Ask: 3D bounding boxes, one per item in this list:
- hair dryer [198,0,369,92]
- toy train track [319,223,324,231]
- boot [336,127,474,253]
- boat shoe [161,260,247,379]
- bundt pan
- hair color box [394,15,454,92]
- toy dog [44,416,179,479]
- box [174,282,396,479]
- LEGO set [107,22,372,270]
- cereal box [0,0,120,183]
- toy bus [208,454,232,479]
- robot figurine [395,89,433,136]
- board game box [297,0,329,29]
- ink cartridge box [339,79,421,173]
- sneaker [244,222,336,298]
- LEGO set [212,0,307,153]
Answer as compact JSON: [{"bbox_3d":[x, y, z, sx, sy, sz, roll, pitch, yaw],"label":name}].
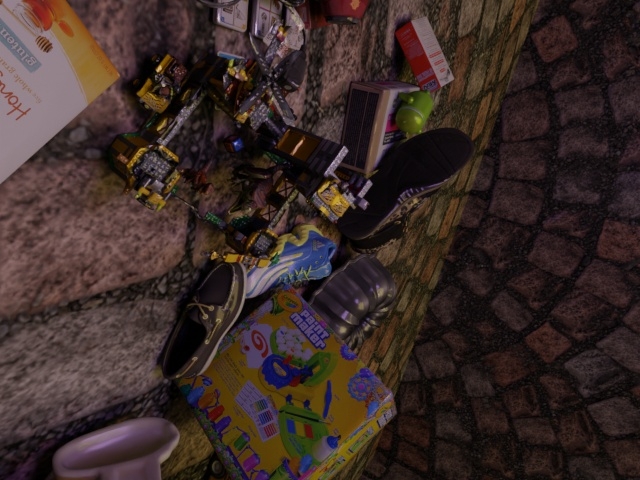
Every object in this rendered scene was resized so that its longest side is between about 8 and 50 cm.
[{"bbox_3d":[-0.016,-0.371,0.540,0.293,0.080,0.224,-58,138,-6],"label":"hair dryer"},{"bbox_3d":[0.000,0.000,1.028,0.048,0.014,0.083,-26,132,-53],"label":"toy train track"},{"bbox_3d":[0.207,-0.107,1.061,0.377,0.138,0.284,-40,164,-4],"label":"boot"},{"bbox_3d":[-0.197,0.134,0.695,0.227,0.081,0.069,-66,158,4],"label":"boat shoe"},{"bbox_3d":[0.092,0.199,1.144,0.331,0.124,0.330,-34,148,-26],"label":"bundt pan"},{"bbox_3d":[0.257,-0.451,1.004,0.093,0.053,0.167,-40,104,-42],"label":"hair color box"},{"bbox_3d":[-0.329,0.513,0.507,0.396,0.285,0.407,-3,108,-38],"label":"toy dog"},{"bbox_3d":[-0.060,0.292,0.767,0.279,0.290,0.177,-39,147,-13],"label":"box"},{"bbox_3d":[-0.079,-0.080,0.540,0.255,0.192,0.331,-49,140,-11],"label":"LEGO set"},{"bbox_3d":[-0.305,-0.130,0.323,0.240,0.047,0.173,-56,152,-20],"label":"cereal box"},{"bbox_3d":[-0.165,0.499,0.991,0.108,0.130,0.332,22,91,-64],"label":"toy bus"},{"bbox_3d":[0.212,-0.290,0.925,0.115,0.067,0.101,-61,143,-23],"label":"robot figurine"},{"bbox_3d":[0.005,-0.479,0.607,0.145,0.027,0.281,-39,136,-41],"label":"board game box"},{"bbox_3d":[0.150,-0.282,0.999,0.235,0.088,0.193,-29,136,-49],"label":"ink cartridge box"},{"bbox_3d":[-0.054,0.048,0.841,0.240,0.126,0.091,-45,146,-38],"label":"sneaker"},{"bbox_3d":[-0.101,-0.257,0.626,0.183,0.060,0.244,-14,116,-51],"label":"LEGO set"}]
